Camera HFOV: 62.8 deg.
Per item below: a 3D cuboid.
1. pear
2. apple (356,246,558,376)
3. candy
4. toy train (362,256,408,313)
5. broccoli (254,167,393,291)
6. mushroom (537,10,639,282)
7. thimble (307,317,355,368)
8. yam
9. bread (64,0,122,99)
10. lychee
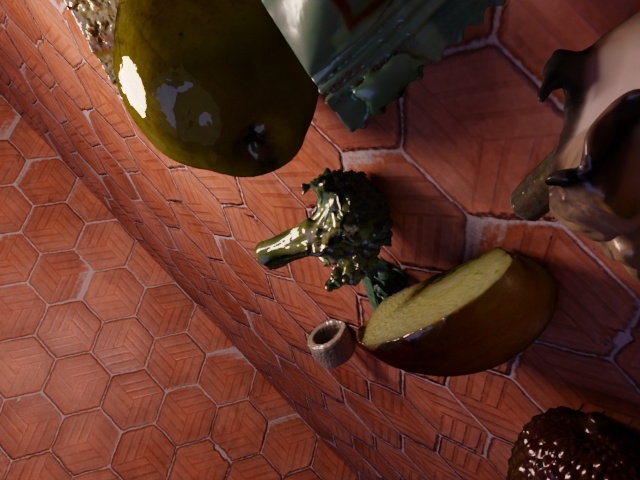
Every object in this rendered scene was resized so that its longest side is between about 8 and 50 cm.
[{"bbox_3d":[-0.159,-0.271,0.772,0.375,0.287,0.287,66,158,13],"label":"pear"},{"bbox_3d":[0.199,0.128,0.836,0.254,0.179,0.346,17,153,-27],"label":"apple"},{"bbox_3d":[-0.001,-0.317,0.467,0.263,0.172,0.398,-32,119,31],"label":"candy"},{"bbox_3d":[0.135,0.110,1.076,0.099,0.070,0.172,31,152,45],"label":"toy train"},{"bbox_3d":[0.011,0.013,0.931,0.275,0.177,0.198,-44,61,26],"label":"broccoli"},{"bbox_3d":[0.390,-0.020,0.365,0.397,0.224,0.314,43,146,-14],"label":"mushroom"},{"bbox_3d":[0.029,0.278,1.418,0.102,0.115,0.090,12,138,47],"label":"thimble"},{"bbox_3d":[0.275,-0.071,0.618,0.054,0.054,0.132,43,155,10],"label":"yam"},{"bbox_3d":[-0.289,-0.416,0.986,0.236,0.198,0.263,-4,134,17],"label":"bread"},{"bbox_3d":[0.417,0.397,0.836,0.236,0.236,0.271,23,107,42],"label":"lychee"}]
